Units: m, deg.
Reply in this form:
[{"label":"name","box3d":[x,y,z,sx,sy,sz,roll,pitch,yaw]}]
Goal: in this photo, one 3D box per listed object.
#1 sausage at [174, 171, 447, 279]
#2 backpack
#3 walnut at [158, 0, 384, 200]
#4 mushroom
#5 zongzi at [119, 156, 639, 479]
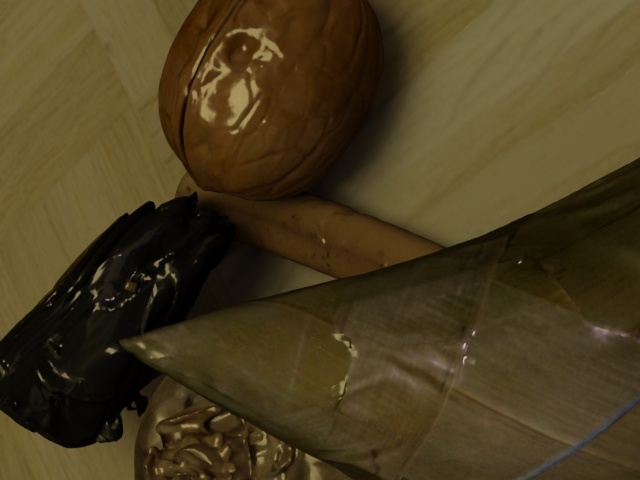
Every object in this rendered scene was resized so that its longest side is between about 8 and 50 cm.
[{"label":"sausage","box3d":[-0.001,-0.002,1.386,0.301,0.066,0.065,19,95,37]},{"label":"backpack","box3d":[-0.165,0.057,1.412,0.133,0.206,0.258,36,131,-4]},{"label":"walnut","box3d":[-0.041,-0.129,1.368,0.167,0.167,0.207,28,84,37]},{"label":"mushroom","box3d":[-0.054,0.187,1.325,0.226,0.178,0.226,-1,88,28]},{"label":"zongzi","box3d":[0.128,0.029,1.088,0.356,0.393,0.174,-48,34,17]}]
